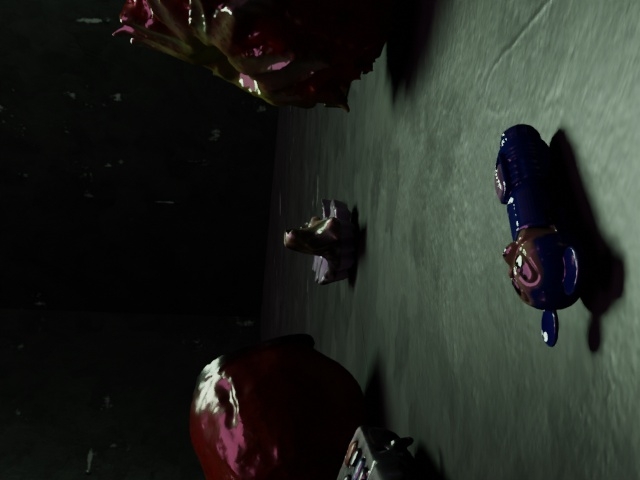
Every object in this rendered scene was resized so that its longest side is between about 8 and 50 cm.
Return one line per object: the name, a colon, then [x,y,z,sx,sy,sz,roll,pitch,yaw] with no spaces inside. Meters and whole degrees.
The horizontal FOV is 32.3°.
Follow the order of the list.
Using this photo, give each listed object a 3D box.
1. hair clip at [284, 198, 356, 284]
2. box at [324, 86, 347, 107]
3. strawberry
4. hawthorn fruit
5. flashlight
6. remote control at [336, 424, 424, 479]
hair clip: [0.000,0.000,1.378,0.292,0.084,0.106,-114,22,-89]
box: [0.028,-0.271,1.423,0.193,0.030,0.121,106,166,-65]
strawberry: [-0.026,-0.305,1.067,0.343,0.292,0.292,-64,4,-5]
hawthorn fruit: [-0.030,0.211,1.113,0.251,0.189,0.189,-125,34,-52]
flashlight: [0.100,-0.010,0.522,0.057,0.035,0.121,97,173,-45]
remote control: [0.049,0.224,0.710,0.399,0.062,0.144,-118,49,-83]
